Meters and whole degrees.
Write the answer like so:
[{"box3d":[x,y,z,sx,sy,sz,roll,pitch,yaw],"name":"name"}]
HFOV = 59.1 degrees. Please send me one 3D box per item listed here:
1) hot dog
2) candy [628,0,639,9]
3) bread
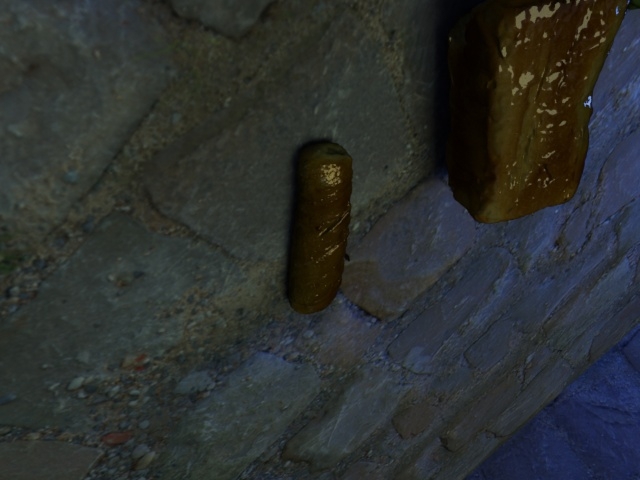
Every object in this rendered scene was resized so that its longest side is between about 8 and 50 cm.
[{"box3d":[-0.003,-0.002,0.756,0.088,0.061,0.286,-14,134,-15],"name":"hot dog"},{"box3d":[0.313,-0.353,0.683,0.335,0.092,0.093,0,114,-31],"name":"candy"},{"box3d":[0.257,-0.184,0.723,0.195,0.149,0.344,-17,136,-9],"name":"bread"}]
